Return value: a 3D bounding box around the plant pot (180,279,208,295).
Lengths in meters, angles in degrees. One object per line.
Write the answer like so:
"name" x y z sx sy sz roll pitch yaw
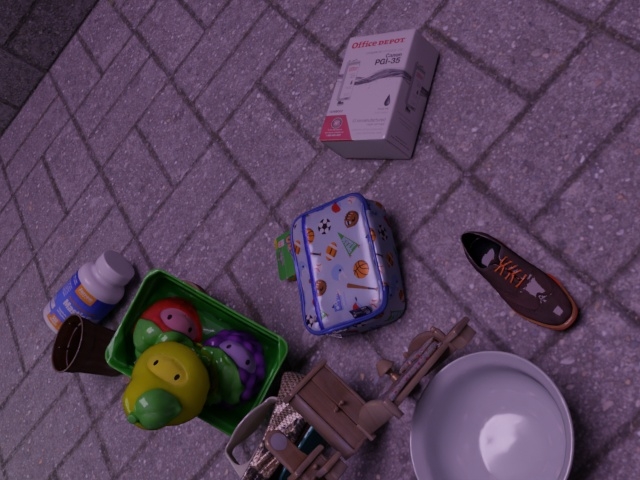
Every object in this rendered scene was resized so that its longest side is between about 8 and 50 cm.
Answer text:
"plant pot" -0.345 0.231 1.909 0.237 0.109 0.237 -18 59 33

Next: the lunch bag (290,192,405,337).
"lunch bag" 0.049 0.065 1.627 0.243 0.115 0.303 -20 68 31

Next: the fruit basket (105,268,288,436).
"fruit basket" -0.285 0.259 1.606 0.392 0.392 0.283 27 89 44

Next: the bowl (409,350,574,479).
"bowl" 0.314 0.348 1.280 0.298 0.134 0.298 -18 60 34

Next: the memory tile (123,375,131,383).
"memory tile" -0.502 0.323 2.066 0.113 0.012 0.148 -15 62 35

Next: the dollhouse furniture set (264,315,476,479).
"dollhouse furniture set" 0.067 0.265 1.349 0.174 0.303 0.355 43 143 8

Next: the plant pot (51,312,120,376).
"plant pot" -0.634 0.304 2.072 0.167 0.165 0.167 -25 54 40

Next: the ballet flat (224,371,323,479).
"ballet flat" -0.133 0.492 1.535 0.182 0.164 0.483 21 74 24

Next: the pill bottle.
"pill bottle" -0.679 0.158 2.194 0.272 0.152 0.152 -45 48 16

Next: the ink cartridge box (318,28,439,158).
"ink cartridge box" 0.138 -0.343 1.760 0.207 0.117 0.283 5 74 42

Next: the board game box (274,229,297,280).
"board game box" 0.000 0.000 1.775 0.259 0.039 0.124 -26 57 26

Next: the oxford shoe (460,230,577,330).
"oxford shoe" 0.360 0.072 1.392 0.097 0.098 0.271 -54 46 7
